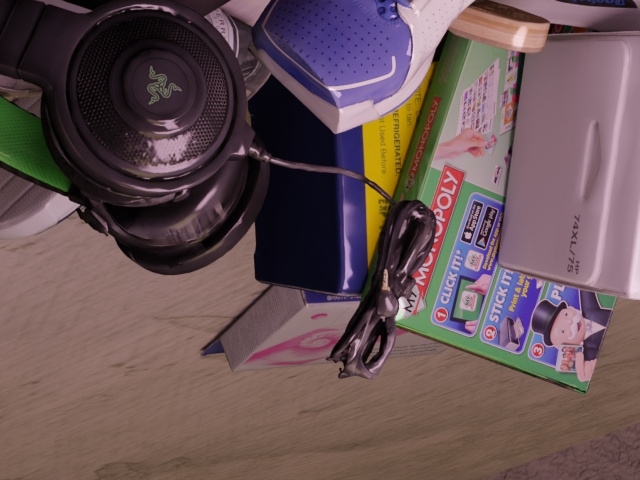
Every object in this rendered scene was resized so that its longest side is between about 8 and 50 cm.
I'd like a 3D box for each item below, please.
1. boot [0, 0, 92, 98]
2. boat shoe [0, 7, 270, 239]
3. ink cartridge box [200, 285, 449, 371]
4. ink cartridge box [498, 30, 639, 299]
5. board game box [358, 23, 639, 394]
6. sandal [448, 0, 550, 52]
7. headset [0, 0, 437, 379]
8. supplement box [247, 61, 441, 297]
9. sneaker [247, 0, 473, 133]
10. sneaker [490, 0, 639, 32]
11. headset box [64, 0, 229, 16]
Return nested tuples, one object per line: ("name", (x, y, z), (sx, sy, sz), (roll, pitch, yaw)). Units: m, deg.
("boot", (-0.242, -0.149, 1.348), (0.258, 0.095, 0.123), (8, 159, -28))
("boat shoe", (-0.172, -0.086, 1.497), (0.335, 0.121, 0.119), (-28, 151, 34))
("ink cartridge box", (0.050, 0.112, 2.292), (0.324, 0.071, 0.330), (-3, 158, -27))
("ink cartridge box", (0.312, -0.051, 1.379), (0.270, 0.198, 0.197), (6, -177, -25))
("board game box", (0.177, -0.055, 1.452), (0.214, 0.317, 0.046), (21, 175, -23))
("sandal", (0.068, -0.214, 1.326), (0.240, 0.079, 0.088), (20, -161, 21))
("headset", (-0.117, -0.042, 1.175), (0.394, 0.185, 0.243), (17, 162, 11))
("supplement box", (0.134, -0.062, 1.566), (0.357, 0.194, 0.195), (-3, -176, -24))
("sneaker", (0.086, -0.229, 1.188), (0.315, 0.127, 0.182), (-39, 159, -28))
("sneaker", (0.174, -0.233, 1.372), (0.217, 0.121, 0.079), (15, 147, 22))
("headset box", (-0.074, -0.258, 1.085), (0.293, 0.110, 0.218), (-25, 157, 33))
